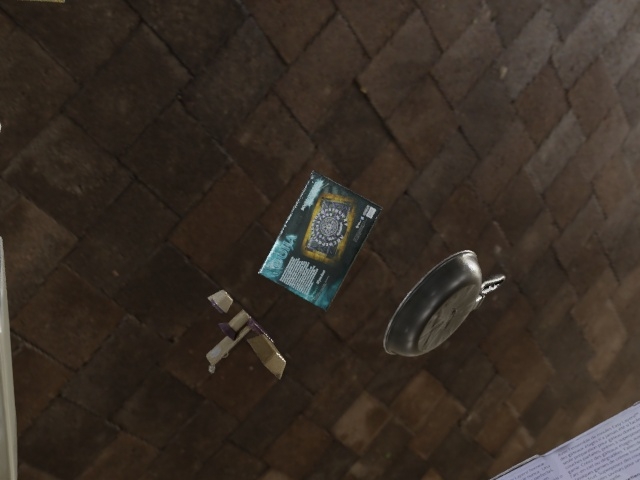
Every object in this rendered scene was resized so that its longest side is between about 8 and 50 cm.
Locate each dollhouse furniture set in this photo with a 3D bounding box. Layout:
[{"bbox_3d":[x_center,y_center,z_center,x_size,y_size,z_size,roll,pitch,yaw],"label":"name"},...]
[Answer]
[{"bbox_3d":[-0.103,0.130,1.077,0.081,0.114,0.091,-43,120,-2],"label":"dollhouse furniture set"}]

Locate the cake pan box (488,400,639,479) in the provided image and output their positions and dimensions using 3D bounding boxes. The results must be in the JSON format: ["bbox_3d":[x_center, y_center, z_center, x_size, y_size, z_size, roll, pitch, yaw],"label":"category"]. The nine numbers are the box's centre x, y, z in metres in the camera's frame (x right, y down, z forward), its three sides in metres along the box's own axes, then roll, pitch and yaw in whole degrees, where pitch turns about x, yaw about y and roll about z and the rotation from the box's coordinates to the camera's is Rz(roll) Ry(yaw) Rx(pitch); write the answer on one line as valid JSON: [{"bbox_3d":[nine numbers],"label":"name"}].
[{"bbox_3d":[0.173,0.249,0.587,0.267,0.246,0.070,-30,125,4],"label":"cake pan box"}]

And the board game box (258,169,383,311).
[{"bbox_3d":[0.000,0.000,1.452,0.186,0.126,0.026,-61,172,6],"label":"board game box"}]

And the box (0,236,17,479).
[{"bbox_3d":[-0.321,0.127,0.814,0.094,0.113,0.275,-2,136,-17],"label":"box"}]

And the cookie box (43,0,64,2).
[{"bbox_3d":[-0.384,-0.339,1.156,0.107,0.092,0.040,22,80,-59],"label":"cookie box"}]

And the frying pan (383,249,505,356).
[{"bbox_3d":[0.199,0.114,1.427,0.197,0.053,0.326,-51,152,6],"label":"frying pan"}]
